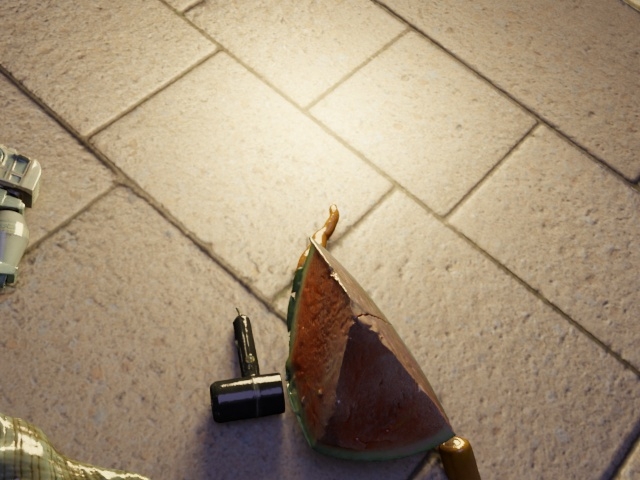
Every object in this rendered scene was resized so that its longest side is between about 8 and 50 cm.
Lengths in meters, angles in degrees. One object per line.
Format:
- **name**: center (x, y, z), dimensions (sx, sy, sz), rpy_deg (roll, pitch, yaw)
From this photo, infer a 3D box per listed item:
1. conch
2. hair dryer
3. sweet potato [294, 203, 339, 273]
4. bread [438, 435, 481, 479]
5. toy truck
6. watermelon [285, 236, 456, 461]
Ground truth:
- **conch**: center (-0.455, 0.366, 1.122), dimensions (0.387, 0.169, 0.203), rpy_deg (13, 83, 1)
- **hair dryer**: center (-0.138, 0.211, 1.326), dimensions (0.125, 0.071, 0.219), rpy_deg (-4, 54, -11)
- **sweet potato**: center (-0.002, 0.002, 1.483), dimensions (0.044, 0.044, 0.179), rpy_deg (27, 58, 7)
- **bread**: center (0.237, 0.387, 1.293), dimensions (0.062, 0.103, 0.049), rpy_deg (5, 31, 46)
- **toy truck**: center (-0.589, -0.044, 1.380), dimensions (0.140, 0.108, 0.256), rpy_deg (20, 59, -13)
- **watermelon**: center (0.031, 0.212, 1.285), dimensions (0.222, 0.319, 0.292), rpy_deg (-39, 28, 2)
